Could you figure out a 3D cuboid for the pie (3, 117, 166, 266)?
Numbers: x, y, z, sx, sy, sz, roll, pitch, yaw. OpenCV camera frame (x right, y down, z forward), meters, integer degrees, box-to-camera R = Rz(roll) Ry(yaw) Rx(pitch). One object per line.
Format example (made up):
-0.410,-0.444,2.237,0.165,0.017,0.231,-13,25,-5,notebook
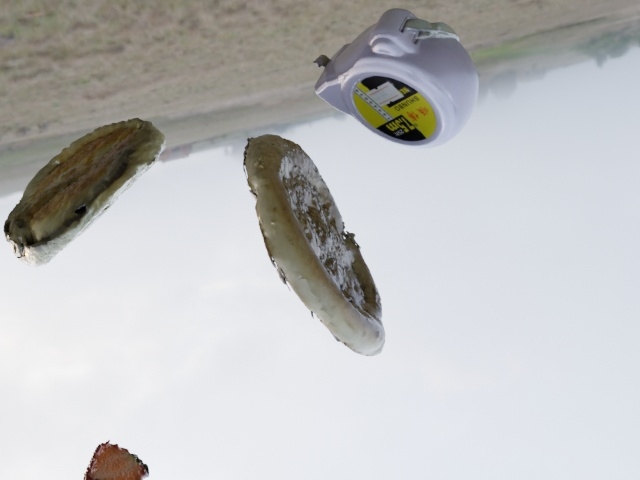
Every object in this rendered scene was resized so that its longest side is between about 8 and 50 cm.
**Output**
-0.402,-0.087,1.239,0.339,0.077,0.339,-28,-148,20,pie

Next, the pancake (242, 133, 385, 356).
-0.001,0.001,1.096,0.071,0.382,0.382,-29,-174,12,pancake

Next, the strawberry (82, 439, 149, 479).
-0.333,0.373,1.179,0.048,0.104,0.152,-50,163,8,strawberry

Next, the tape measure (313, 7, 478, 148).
0.107,-0.199,0.924,0.196,0.178,0.105,-15,-139,56,tape measure
